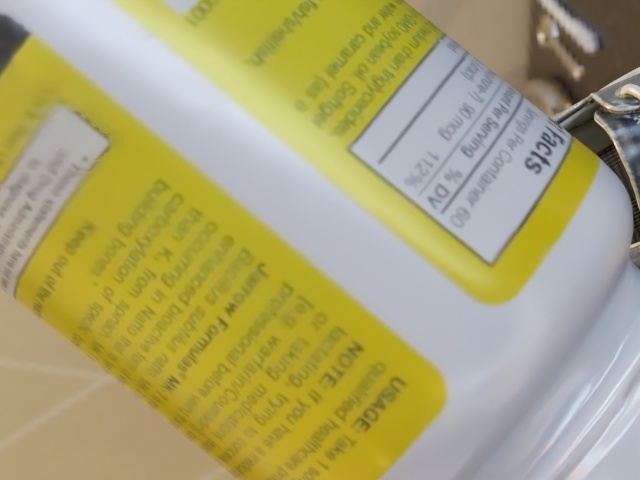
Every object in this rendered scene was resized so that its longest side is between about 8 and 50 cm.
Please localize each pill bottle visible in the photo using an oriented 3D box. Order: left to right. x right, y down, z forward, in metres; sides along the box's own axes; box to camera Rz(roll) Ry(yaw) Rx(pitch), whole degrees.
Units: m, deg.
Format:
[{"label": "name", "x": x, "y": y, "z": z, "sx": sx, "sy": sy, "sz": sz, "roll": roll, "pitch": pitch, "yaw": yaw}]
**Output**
[{"label": "pill bottle", "x": 0.000, "y": 0.000, "z": 0.372, "sx": 0.208, "sy": 0.119, "sz": 0.119, "roll": 39, "pitch": 166, "yaw": 0}]

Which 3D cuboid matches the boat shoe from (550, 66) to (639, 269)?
[{"label": "boat shoe", "x": 0.190, "y": -0.036, "z": 0.795, "sx": 0.335, "sy": 0.119, "sz": 0.121, "roll": -36, "pitch": 66, "yaw": 30}]
